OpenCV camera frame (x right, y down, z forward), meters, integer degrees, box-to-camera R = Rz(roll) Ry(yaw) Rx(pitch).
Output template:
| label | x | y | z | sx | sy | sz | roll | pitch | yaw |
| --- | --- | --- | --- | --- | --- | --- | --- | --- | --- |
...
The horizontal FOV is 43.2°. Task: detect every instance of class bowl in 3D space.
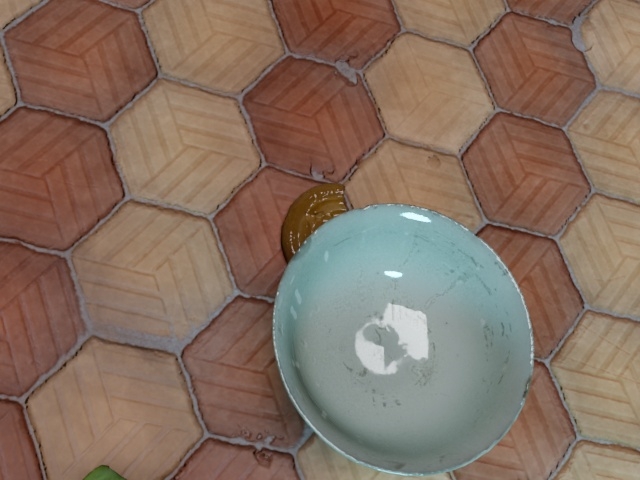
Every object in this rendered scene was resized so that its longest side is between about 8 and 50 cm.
| label | x | y | z | sx | sy | sz | roll | pitch | yaw |
| --- | --- | --- | --- | --- | --- | --- | --- | --- | --- |
| bowl | 0.115 | 0.171 | 1.349 | 0.435 | 0.196 | 0.435 | 4 | 72 | -12 |

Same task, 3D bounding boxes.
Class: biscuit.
| label | x | y | z | sx | sy | sz | roll | pitch | yaw |
| --- | --- | --- | --- | --- | --- | --- | --- | --- | --- |
| biscuit | 0.000 | 0.000 | 1.466 | 0.144 | 0.033 | 0.224 | -4 | 72 | -15 |

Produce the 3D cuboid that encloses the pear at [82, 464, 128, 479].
| label | x | y | z | sx | sy | sz | roll | pitch | yaw |
| --- | --- | --- | --- | --- | --- | --- | --- | --- | --- |
| pear | -0.265 | 0.514 | 1.082 | 0.318 | 0.342 | 0.238 | -45 | 129 | -30 |
